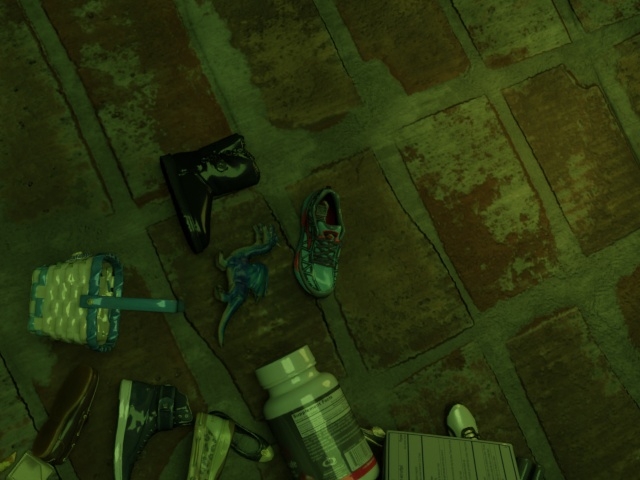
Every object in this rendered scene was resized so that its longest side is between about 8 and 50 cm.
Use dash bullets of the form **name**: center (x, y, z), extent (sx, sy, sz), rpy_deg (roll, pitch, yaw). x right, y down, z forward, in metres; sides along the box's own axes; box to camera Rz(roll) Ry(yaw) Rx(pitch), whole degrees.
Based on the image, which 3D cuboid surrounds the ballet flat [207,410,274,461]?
- **ballet flat**: center (-0.175, 0.428, 1.794), extent (0.173, 0.049, 0.057), rpy_deg (34, 72, -7)

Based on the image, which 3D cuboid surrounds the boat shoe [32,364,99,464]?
- **boat shoe**: center (-0.512, 0.358, 1.705), extent (0.073, 0.073, 0.207), rpy_deg (43, 69, -44)

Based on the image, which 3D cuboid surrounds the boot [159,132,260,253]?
- **boot**: center (-0.230, -0.111, 1.872), extent (0.207, 0.094, 0.246), rpy_deg (-17, 77, -15)

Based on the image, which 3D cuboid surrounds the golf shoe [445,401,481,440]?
- **golf shoe**: center (0.352, 0.469, 1.921), extent (0.077, 0.094, 0.198), rpy_deg (-15, 82, -18)

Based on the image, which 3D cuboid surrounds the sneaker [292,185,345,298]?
- **sneaker**: center (0.000, 0.000, 1.900), extent (0.104, 0.125, 0.261), rpy_deg (3, 77, -16)

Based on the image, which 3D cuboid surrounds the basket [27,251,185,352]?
- **basket**: center (-0.426, 0.126, 1.679), extent (0.289, 0.255, 0.201), rpy_deg (7, 83, -5)

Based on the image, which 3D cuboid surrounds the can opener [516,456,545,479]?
- **can opener**: center (0.455, 0.642, 1.912), extent (0.076, 0.095, 0.283), rpy_deg (29, 72, -10)

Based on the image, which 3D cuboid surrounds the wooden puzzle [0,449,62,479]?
- **wooden puzzle**: center (-0.589, 0.471, 1.682), extent (0.116, 0.014, 0.078), rpy_deg (44, 74, -3)

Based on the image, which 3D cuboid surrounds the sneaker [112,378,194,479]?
- **sneaker**: center (-0.347, 0.408, 1.728), extent (0.163, 0.086, 0.226), rpy_deg (7, 75, -12)

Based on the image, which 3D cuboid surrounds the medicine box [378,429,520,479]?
- **medicine box**: center (0.268, 0.543, 1.737), extent (0.289, 0.263, 0.149), rpy_deg (5, 110, 3)

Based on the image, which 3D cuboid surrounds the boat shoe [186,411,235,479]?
- **boat shoe**: center (-0.261, 0.500, 1.721), extent (0.089, 0.104, 0.285), rpy_deg (20, 79, -7)

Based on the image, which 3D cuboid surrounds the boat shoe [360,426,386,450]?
- **boat shoe**: center (0.130, 0.446, 1.883), extent (0.137, 0.049, 0.043), rpy_deg (27, 69, -12)

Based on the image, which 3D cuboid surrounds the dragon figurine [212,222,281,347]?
- **dragon figurine**: center (-0.162, 0.093, 1.853), extent (0.144, 0.085, 0.289), rpy_deg (4, 76, -15)

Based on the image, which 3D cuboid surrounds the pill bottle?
- **pill bottle**: center (-0.016, 0.393, 1.782), extent (0.176, 0.176, 0.318), rpy_deg (-25, 86, -20)
